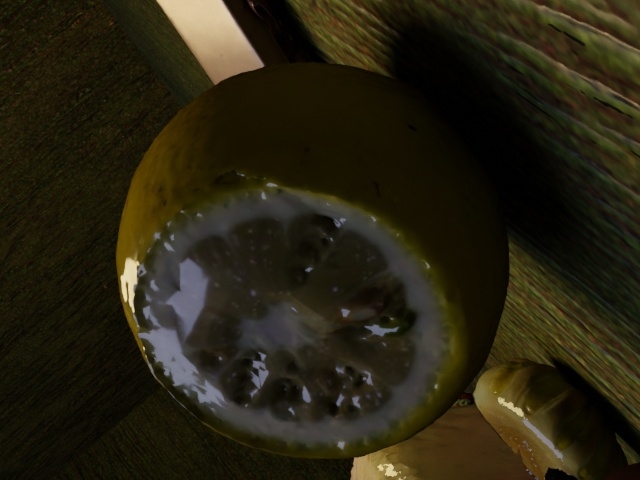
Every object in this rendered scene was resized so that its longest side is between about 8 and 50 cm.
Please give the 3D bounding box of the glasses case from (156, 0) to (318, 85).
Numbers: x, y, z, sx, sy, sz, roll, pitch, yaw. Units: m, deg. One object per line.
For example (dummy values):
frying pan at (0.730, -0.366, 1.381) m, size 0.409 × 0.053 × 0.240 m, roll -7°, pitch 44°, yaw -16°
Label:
glasses case at (-0.045, -0.164, 0.724) m, size 0.103 × 0.070 × 0.193 m, roll 1°, pitch 136°, yaw 46°

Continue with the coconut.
coconut at (0.193, 0.333, 0.990) m, size 0.297 × 0.310 × 0.297 m, roll 179°, pitch 90°, yaw -76°

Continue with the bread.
bread at (0.204, 0.161, 0.753) m, size 0.157 × 0.083 × 0.094 m, roll 45°, pitch 171°, yaw 31°

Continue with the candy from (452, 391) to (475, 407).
candy at (0.323, 0.370, 1.527) m, size 0.288 × 0.078 × 0.084 m, roll 42°, pitch -151°, yaw -19°

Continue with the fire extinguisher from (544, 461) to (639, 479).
fire extinguisher at (0.233, 0.198, 0.542) m, size 0.135 × 0.114 × 0.337 m, roll 35°, pitch 174°, yaw 7°

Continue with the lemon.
lemon at (0.000, 0.000, 0.554) m, size 0.240 × 0.240 × 0.219 m, roll 51°, pitch -156°, yaw -18°
